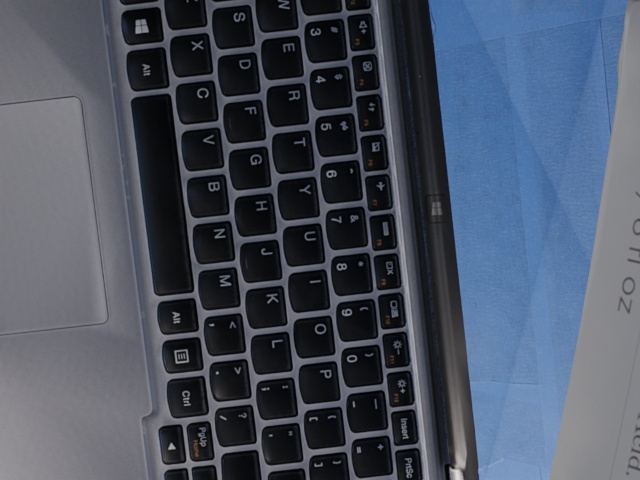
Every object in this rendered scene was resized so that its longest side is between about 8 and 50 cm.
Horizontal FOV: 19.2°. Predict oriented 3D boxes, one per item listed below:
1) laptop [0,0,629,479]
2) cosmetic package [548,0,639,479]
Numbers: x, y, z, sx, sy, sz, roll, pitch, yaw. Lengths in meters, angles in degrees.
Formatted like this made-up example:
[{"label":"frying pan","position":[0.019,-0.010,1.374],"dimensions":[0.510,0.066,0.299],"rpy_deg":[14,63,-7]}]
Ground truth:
[{"label":"laptop","position":[0.000,0.000,0.849],"dimensions":[0.236,0.407,0.382],"rpy_deg":[-94,-3,-84]},{"label":"cosmetic package","position":[0.250,0.054,0.514],"dimensions":[0.385,0.156,0.217],"rpy_deg":[13,95,55]}]
